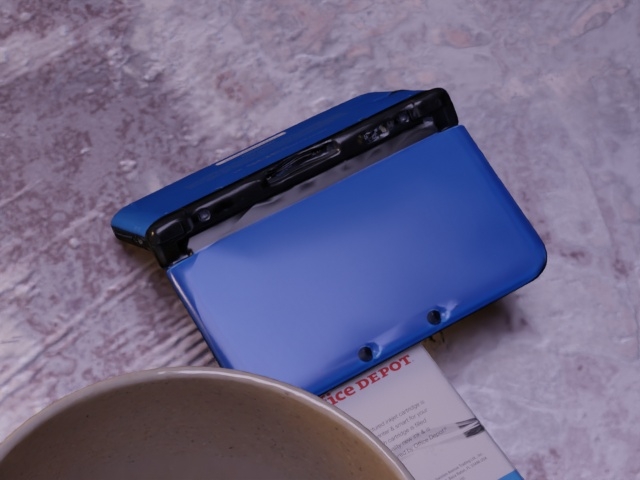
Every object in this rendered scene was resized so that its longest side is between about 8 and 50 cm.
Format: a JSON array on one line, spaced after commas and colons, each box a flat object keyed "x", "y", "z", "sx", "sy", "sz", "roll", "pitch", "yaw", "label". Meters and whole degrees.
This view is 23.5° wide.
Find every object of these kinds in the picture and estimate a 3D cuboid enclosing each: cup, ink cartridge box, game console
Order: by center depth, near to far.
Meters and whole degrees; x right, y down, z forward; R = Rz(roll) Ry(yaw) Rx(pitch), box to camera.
[{"x": -0.093, "y": 0.288, "z": 1.062, "sx": 0.331, "sy": 0.237, "sz": 0.331, "roll": 6, "pitch": 51, "yaw": -7, "label": "cup"}, {"x": 0.067, "y": 0.191, "z": 1.231, "sx": 0.140, "sy": 0.082, "sz": 0.190, "roll": -27, "pitch": 60, "yaw": -17, "label": "ink cartridge box"}, {"x": 0.000, "y": 0.000, "z": 1.337, "sx": 0.293, "sy": 0.250, "sz": 0.173, "roll": -26, "pitch": 103, "yaw": -16, "label": "game console"}]

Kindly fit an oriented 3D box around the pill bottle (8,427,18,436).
[{"x": -0.259, "y": 0.256, "z": 1.161, "sx": 0.124, "sy": 0.124, "sz": 0.221, "roll": 35, "pitch": 63, "yaw": 19, "label": "pill bottle"}]
